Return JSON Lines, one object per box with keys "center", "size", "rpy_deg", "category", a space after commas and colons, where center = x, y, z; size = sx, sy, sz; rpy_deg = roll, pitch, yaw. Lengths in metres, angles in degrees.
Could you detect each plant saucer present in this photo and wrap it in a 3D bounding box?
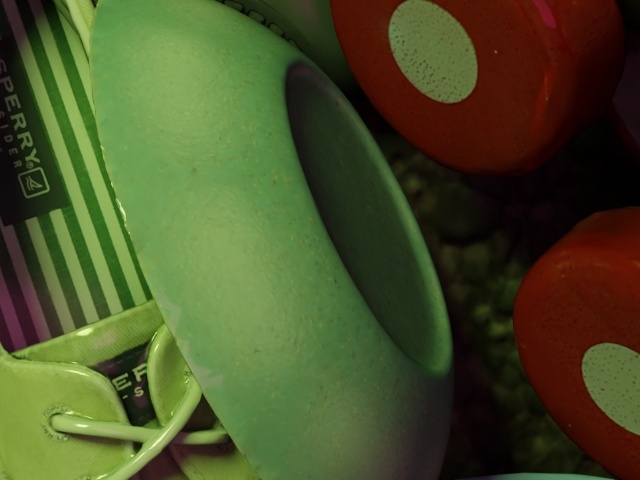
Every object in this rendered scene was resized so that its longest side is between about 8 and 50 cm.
{"center": [0.000, 0.000, 0.462], "size": [0.037, 0.195, 0.195], "rpy_deg": [-26, 103, 16], "category": "plant saucer"}

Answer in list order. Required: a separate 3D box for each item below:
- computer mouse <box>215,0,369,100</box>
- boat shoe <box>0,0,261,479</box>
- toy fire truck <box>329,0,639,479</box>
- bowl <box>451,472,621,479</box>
{"center": [-0.055, -0.134, 0.511], "size": [0.242, 0.041, 0.071], "rpy_deg": [38, 81, -17], "category": "computer mouse"}
{"center": [-0.067, 0.043, 0.447], "size": [0.109, 0.094, 0.302], "rpy_deg": [-24, 83, -15], "category": "boat shoe"}
{"center": [0.161, -0.065, 0.455], "size": [0.169, 0.254, 0.302], "rpy_deg": [-36, 99, -32], "category": "toy fire truck"}
{"center": [0.074, 0.275, 0.497], "size": [0.391, 0.077, 0.391], "rpy_deg": [2, 74, -8], "category": "bowl"}
